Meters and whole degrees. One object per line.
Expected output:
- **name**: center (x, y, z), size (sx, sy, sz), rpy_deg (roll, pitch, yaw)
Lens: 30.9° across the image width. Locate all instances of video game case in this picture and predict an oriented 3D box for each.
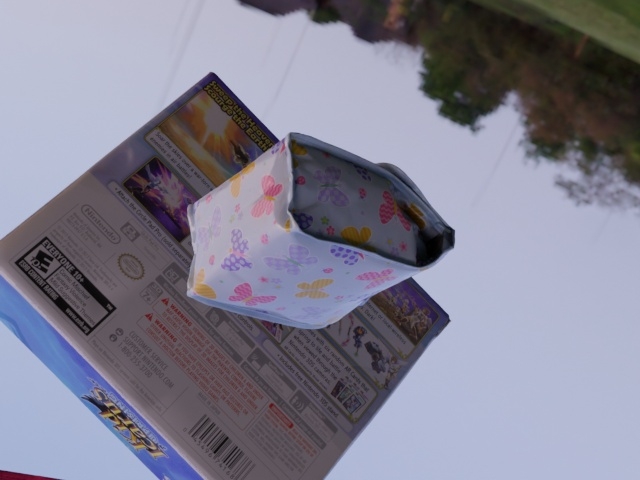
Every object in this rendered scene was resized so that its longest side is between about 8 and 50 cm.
- **video game case**: center (-0.069, 0.045, 0.836), size (0.269, 0.061, 0.244), rpy_deg (46, -127, -3)

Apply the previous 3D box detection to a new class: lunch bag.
- **lunch bag**: center (0.000, 0.000, 0.450), size (0.083, 0.071, 0.053), rpy_deg (19, -125, -33)

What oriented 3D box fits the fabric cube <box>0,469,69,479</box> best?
- **fabric cube**: center (-0.322, 0.368, 1.138), size (0.259, 0.258, 0.254), rpy_deg (9, 160, -1)
